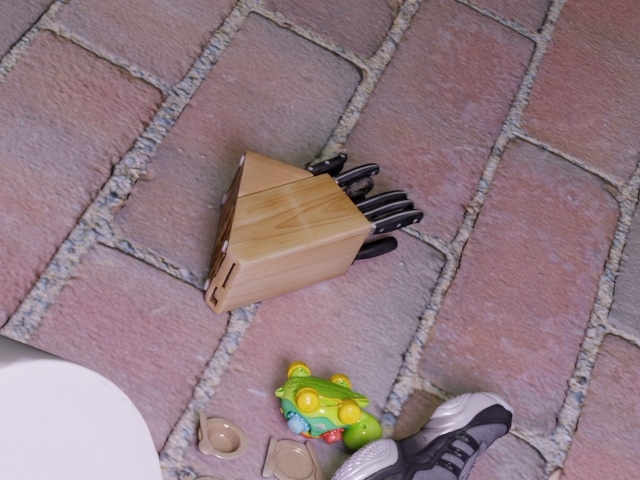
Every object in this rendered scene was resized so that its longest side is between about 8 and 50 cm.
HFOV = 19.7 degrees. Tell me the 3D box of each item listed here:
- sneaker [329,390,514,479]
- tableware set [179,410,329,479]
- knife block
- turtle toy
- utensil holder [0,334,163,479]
[{"bbox_3d":[0.139,0.267,1.976,0.269,0.101,0.153,-21,63,-40],"label":"sneaker"},{"bbox_3d":[-0.067,0.250,1.933,0.169,0.020,0.141,14,41,-16],"label":"tableware set"},{"bbox_3d":[0.000,0.000,2.192,0.242,0.088,0.275,19,39,-9],"label":"knife block"},{"bbox_3d":[0.009,0.187,2.007,0.130,0.066,0.095,19,16,-14],"label":"turtle toy"},{"bbox_3d":[-0.361,0.199,1.454,0.385,0.327,0.328,11,24,40],"label":"utensil holder"}]
